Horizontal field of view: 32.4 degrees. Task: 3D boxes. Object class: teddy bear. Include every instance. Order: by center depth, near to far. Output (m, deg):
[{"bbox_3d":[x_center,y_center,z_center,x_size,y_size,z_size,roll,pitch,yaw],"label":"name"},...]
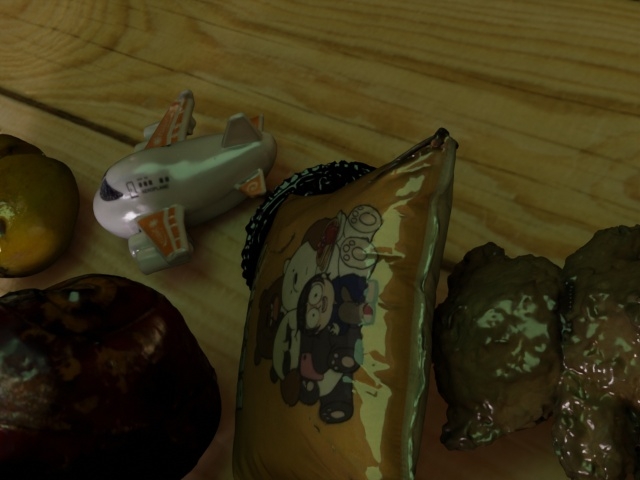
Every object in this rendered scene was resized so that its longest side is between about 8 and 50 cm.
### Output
[{"bbox_3d":[0.210,0.089,0.906,0.256,0.156,0.267,-7,57,30],"label":"teddy bear"}]

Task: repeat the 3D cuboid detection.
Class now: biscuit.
[{"bbox_3d":[0.000,0.000,1.165,0.194,0.053,0.194,-16,52,22],"label":"biscuit"}]

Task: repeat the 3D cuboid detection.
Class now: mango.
[{"bbox_3d":[-0.399,-0.054,1.401,0.167,0.130,0.262,-42,42,-9],"label":"mango"}]

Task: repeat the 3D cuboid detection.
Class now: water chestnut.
[{"bbox_3d":[-0.242,0.168,1.064,0.289,0.289,0.244,-32,76,8],"label":"water chestnut"}]

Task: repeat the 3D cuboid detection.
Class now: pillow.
[{"bbox_3d":[0.011,0.081,0.966,0.312,0.119,0.310,-19,62,63],"label":"pillow"}]

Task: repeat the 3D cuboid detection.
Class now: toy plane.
[{"bbox_3d":[-0.160,-0.073,1.274,0.245,0.117,0.244,-15,53,21],"label":"toy plane"}]
